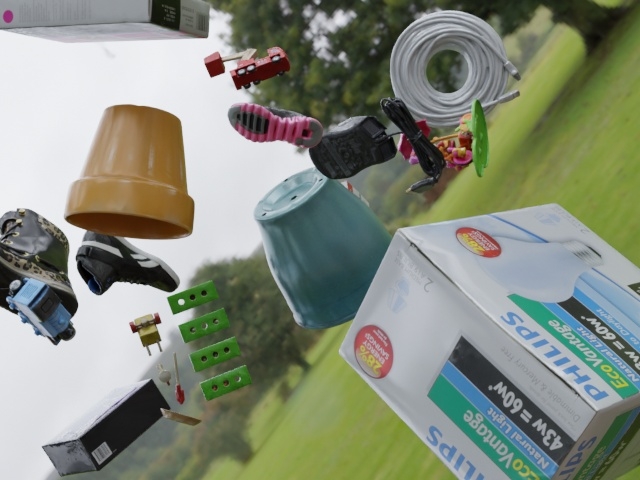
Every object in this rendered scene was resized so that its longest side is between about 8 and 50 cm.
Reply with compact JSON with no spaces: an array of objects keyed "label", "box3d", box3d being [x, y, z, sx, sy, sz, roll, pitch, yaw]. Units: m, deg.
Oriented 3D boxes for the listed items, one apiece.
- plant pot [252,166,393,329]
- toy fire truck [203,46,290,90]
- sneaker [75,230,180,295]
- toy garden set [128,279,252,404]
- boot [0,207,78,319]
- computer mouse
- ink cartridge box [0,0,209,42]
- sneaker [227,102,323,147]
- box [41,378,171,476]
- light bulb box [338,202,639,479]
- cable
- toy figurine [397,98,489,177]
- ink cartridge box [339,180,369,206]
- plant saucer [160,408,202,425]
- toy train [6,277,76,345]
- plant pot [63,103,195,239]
[{"label":"plant pot","box3d":[0.000,0.000,2.001,0.272,0.255,0.271,-27,24,13]},{"label":"toy fire truck","box3d":[-0.175,-0.420,2.326,0.192,0.047,0.135,-21,43,1]},{"label":"sneaker","box3d":[-0.378,0.070,1.872,0.079,0.217,0.121,-23,39,47]},{"label":"toy garden set","box3d":[-0.290,0.237,2.151,0.204,0.244,0.049,-21,-3,-12]},{"label":"boot","box3d":[-0.730,0.025,2.246,0.138,0.377,0.284,-54,27,20]},{"label":"computer mouse","box3d":[0.108,-0.152,1.734,0.262,0.184,0.060,-24,21,48]},{"label":"ink cartridge box","box3d":[-0.378,-0.357,1.555,0.176,0.371,0.069,-9,-77,-67]},{"label":"sneaker","box3d":[-0.058,-0.146,1.202,0.057,0.119,0.047,-112,38,-61]},{"label":"box","box3d":[-0.532,0.466,2.437,0.184,0.103,0.261,-23,11,44]},{"label":"light bulb box","box3d":[0.291,0.149,1.330,0.361,0.358,0.225,-10,-47,-43]},{"label":"cable","box3d":[0.283,-0.375,2.150,0.257,0.257,0.089,-29,5,11]},{"label":"toy figurine","box3d":[0.223,-0.175,1.827,0.159,0.130,0.173,-7,43,19]},{"label":"ink cartridge box","box3d":[0.048,-0.079,2.315,0.099,0.056,0.135,-16,-28,21]},{"label":"plant saucer","box3d":[-0.269,0.341,1.875,0.083,0.084,0.015,134,152,-75]},{"label":"toy train","box3d":[-0.589,0.153,2.081,0.080,0.105,0.184,-53,-41,-25]},{"label":"plant pot","box3d":[-0.300,-0.113,1.585,0.205,0.205,0.187,135,141,-76]}]
